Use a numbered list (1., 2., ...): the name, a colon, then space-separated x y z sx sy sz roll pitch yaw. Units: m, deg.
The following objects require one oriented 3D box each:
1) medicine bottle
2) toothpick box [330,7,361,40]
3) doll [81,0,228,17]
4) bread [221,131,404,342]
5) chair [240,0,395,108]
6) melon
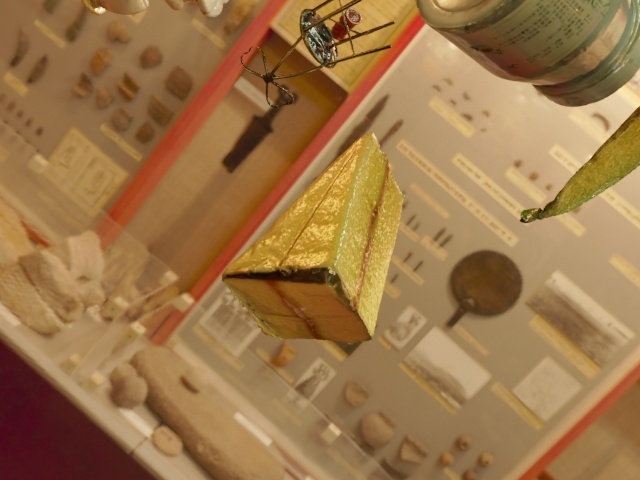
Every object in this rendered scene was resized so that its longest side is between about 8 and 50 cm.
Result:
1. medicine bottle: 0.315 -0.339 1.030 0.290 0.245 0.245 22 22 -37
2. toothpick box: 0.061 -0.531 1.803 0.047 0.083 0.047 11 65 -26
3. doll: -0.304 -0.451 1.254 0.271 0.208 0.144 42 -9 22
4. bread: 0.002 -0.003 1.013 0.167 0.163 0.264 59 38 -43
5. chair: -0.005 -0.459 1.677 0.159 0.326 0.170 52 33 -29
6. melon: 0.363 -0.102 0.924 0.053 0.262 0.114 52 13 23
